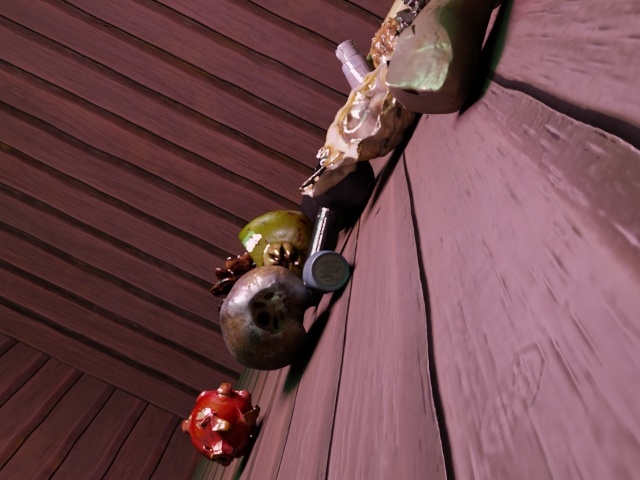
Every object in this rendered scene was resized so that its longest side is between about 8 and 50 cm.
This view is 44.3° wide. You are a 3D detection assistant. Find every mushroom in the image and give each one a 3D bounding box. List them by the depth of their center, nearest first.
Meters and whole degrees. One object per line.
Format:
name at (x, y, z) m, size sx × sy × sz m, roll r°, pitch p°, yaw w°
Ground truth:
mushroom at (0.140, -0.222, 0.884) m, size 0.108 × 0.096 × 0.247 m, roll 92°, pitch -160°, yaw -50°

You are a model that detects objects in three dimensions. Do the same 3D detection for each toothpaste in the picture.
toothpaste at (0.099, -0.317, 1.662) m, size 0.234 × 0.057 × 0.089 m, roll 67°, pitch 155°, yaw 20°

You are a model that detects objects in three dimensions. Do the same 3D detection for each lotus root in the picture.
lotus root at (-0.092, 0.138, 1.288) m, size 0.322 × 0.140 × 0.158 m, roll 104°, pitch 167°, yaw -73°

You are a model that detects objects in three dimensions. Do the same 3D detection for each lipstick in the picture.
lipstick at (0.001, 0.052, 1.271) m, size 0.274 × 0.061 × 0.068 m, roll 145°, pitch 139°, yaw -84°

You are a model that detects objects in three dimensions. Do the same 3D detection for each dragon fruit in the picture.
dragon fruit at (-0.176, 0.327, 1.388) m, size 0.166 × 0.133 × 0.136 m, roll -94°, pitch 20°, yaw -63°

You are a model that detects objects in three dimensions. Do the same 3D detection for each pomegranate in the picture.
pomegranate at (-0.072, 0.012, 1.668) m, size 0.159 × 0.190 × 0.241 m, roll -36°, pitch -23°, yaw 0°

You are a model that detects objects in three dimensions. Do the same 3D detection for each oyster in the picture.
oyster at (0.096, -0.211, 1.331) m, size 0.354 × 0.107 × 0.201 m, roll -55°, pitch 15°, yaw 15°

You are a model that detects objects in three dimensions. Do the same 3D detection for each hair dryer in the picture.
hair dryer at (0.000, 0.000, 1.525) m, size 0.244 × 0.116 × 0.302 m, roll 116°, pitch 172°, yaw -71°

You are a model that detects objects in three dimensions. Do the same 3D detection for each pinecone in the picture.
pinecone at (-0.143, 0.136, 1.870) m, size 0.221 × 0.221 × 0.221 m, roll -64°, pitch 3°, yaw 6°

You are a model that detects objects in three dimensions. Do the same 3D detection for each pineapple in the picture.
pineapple at (0.182, -0.391, 1.468) m, size 0.128 × 0.128 × 0.248 m, roll -65°, pitch 8°, yaw -16°

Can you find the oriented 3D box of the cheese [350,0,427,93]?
cheese at (0.172, -0.419, 1.803) m, size 0.265 × 0.124 × 0.242 m, roll -63°, pitch 0°, yaw 15°
